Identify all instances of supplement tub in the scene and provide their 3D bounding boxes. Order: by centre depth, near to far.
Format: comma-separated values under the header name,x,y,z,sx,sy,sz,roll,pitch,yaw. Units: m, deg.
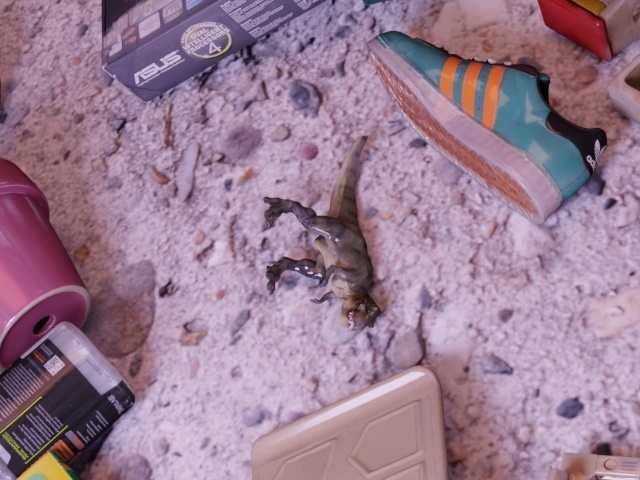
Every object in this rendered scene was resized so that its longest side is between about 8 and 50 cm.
name,x,y,z,sx,sy,sz,roll,pitch,yaw
supplement tub,-0.293,0.183,1.596,0.190,0.117,0.117,-41,51,-12

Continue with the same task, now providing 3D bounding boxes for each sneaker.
name,x,y,z,sx,sy,sz,roll,pitch,yaw
sneaker,0.176,-0.144,1.666,0.121,0.108,0.302,-40,58,-10

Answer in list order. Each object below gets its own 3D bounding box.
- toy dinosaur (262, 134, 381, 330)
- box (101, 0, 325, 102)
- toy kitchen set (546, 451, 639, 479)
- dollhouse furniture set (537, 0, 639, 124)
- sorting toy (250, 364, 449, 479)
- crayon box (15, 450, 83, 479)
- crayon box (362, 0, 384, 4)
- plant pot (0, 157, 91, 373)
name,x,y,z,sx,sy,sz,roll,pitch,yaw
toy dinosaur,0.000,0.000,1.653,0.118,0.064,0.268,-4,52,1
box,-0.091,-0.383,1.894,0.395,0.097,0.318,-26,50,24
toy kitchen set,0.241,0.225,1.379,0.075,0.068,0.083,1,56,23
dollhouse furniture set,0.336,-0.199,1.573,0.152,0.201,0.374,-43,52,-12
sorting toy,-0.014,0.260,1.452,0.307,0.041,0.229,-27,35,18
crayon box,-0.306,0.356,1.494,0.278,0.081,0.165,-41,51,-11
crayon box,0.193,-0.411,1.868,0.323,0.083,0.203,-11,52,15
plant pot,-0.352,0.040,1.691,0.201,0.201,0.180,-41,65,-11
